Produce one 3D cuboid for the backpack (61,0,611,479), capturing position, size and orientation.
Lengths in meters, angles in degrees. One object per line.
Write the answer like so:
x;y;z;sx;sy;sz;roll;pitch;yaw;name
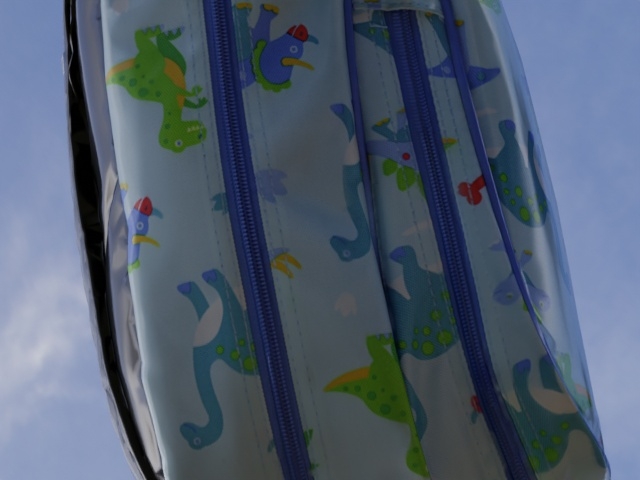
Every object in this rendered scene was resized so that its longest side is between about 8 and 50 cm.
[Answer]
0.000;0.000;0.794;0.273;0.290;0.355;4;-112;5;backpack
